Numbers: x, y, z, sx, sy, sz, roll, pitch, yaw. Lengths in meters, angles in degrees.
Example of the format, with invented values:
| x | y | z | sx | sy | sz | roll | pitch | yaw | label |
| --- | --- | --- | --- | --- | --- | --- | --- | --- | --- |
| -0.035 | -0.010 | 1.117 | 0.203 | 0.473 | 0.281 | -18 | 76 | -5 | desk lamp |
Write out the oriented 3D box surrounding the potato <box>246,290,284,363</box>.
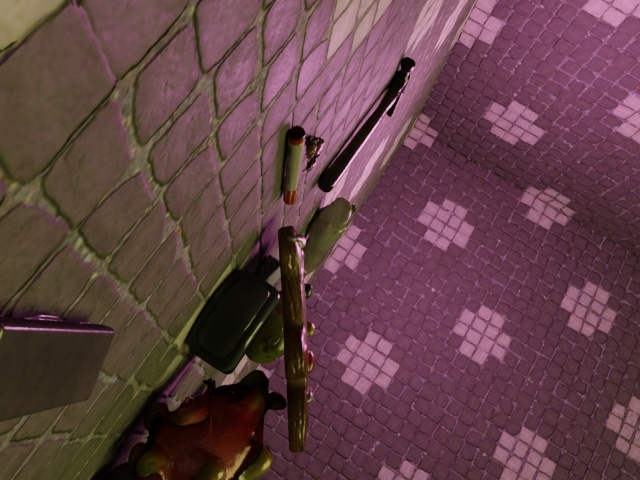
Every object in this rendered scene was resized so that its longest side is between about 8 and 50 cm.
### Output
| x | y | z | sx | sy | sz | roll | pitch | yaw | label |
| --- | --- | --- | --- | --- | --- | --- | --- | --- | --- |
| -0.128 | 0.249 | 1.565 | 0.253 | 0.148 | 0.186 | -53 | 170 | -40 | potato |

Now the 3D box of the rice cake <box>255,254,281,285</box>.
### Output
| x | y | z | sx | sy | sz | roll | pitch | yaw | label |
| --- | --- | --- | --- | --- | --- | --- | --- | --- | --- |
| -0.150 | 0.129 | 1.264 | 0.198 | 0.037 | 0.189 | -59 | 175 | -4 | rice cake |

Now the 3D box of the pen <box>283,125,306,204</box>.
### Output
| x | y | z | sx | sy | sz | roll | pitch | yaw | label |
| --- | --- | --- | --- | --- | --- | --- | --- | --- | --- |
| -0.045 | -0.115 | 0.893 | 0.028 | 0.028 | 0.239 | -57 | 174 | -20 | pen |

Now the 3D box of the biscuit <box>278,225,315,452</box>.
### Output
| x | y | z | sx | sy | sz | roll | pitch | yaw | label |
| --- | --- | --- | --- | --- | --- | --- | --- | --- | --- |
| -0.042 | 0.200 | 1.097 | 0.283 | 0.064 | 0.432 | 104 | -17 | -79 | biscuit |

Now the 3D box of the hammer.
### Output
| x | y | z | sx | sy | sz | roll | pitch | yaw | label |
| --- | --- | --- | --- | --- | --- | --- | --- | --- | --- |
| 0.117 | -0.285 | 1.379 | 0.440 | 0.044 | 0.168 | -55 | 172 | -30 | hammer |

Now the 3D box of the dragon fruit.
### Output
| x | y | z | sx | sy | sz | roll | pitch | yaw | label |
| --- | --- | --- | --- | --- | --- | --- | --- | --- | --- |
| -0.202 | 0.367 | 1.011 | 0.307 | 0.243 | 0.228 | -83 | 161 | -69 | dragon fruit |

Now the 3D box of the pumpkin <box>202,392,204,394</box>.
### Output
| x | y | z | sx | sy | sz | roll | pitch | yaw | label |
| --- | --- | --- | --- | --- | --- | --- | --- | --- | --- |
| -0.294 | 0.504 | 1.409 | 0.238 | 0.159 | 0.238 | -54 | 177 | -4 | pumpkin |

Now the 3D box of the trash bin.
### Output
| x | y | z | sx | sy | sz | roll | pitch | yaw | label |
| --- | --- | --- | --- | --- | --- | --- | --- | --- | --- |
| -0.161 | 0.161 | 1.027 | 0.177 | 0.101 | 0.236 | -58 | 177 | -20 | trash bin |

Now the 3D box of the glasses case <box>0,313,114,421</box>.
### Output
| x | y | z | sx | sy | sz | roll | pitch | yaw | label |
| --- | --- | --- | --- | --- | --- | --- | --- | --- | --- |
| -0.216 | 0.093 | 0.413 | 0.190 | 0.042 | 0.072 | 92 | 23 | -79 | glasses case |

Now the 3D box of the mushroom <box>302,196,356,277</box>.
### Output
| x | y | z | sx | sy | sz | roll | pitch | yaw | label |
| --- | --- | --- | --- | --- | --- | --- | --- | --- | --- |
| 0.001 | -0.001 | 1.640 | 0.109 | 0.097 | 0.351 | -53 | 175 | -43 | mushroom |

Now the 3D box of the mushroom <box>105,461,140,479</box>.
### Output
| x | y | z | sx | sy | sz | roll | pitch | yaw | label |
| --- | --- | --- | --- | --- | --- | --- | --- | --- | --- |
| -0.344 | 0.449 | 0.969 | 0.088 | 0.097 | 0.212 | -44 | 171 | -15 | mushroom |

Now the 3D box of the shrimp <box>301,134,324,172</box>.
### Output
| x | y | z | sx | sy | sz | roll | pitch | yaw | label |
| --- | --- | --- | --- | --- | --- | --- | --- | --- | --- |
| -0.013 | -0.155 | 0.926 | 0.038 | 0.029 | 0.092 | 89 | 11 | -48 | shrimp |
